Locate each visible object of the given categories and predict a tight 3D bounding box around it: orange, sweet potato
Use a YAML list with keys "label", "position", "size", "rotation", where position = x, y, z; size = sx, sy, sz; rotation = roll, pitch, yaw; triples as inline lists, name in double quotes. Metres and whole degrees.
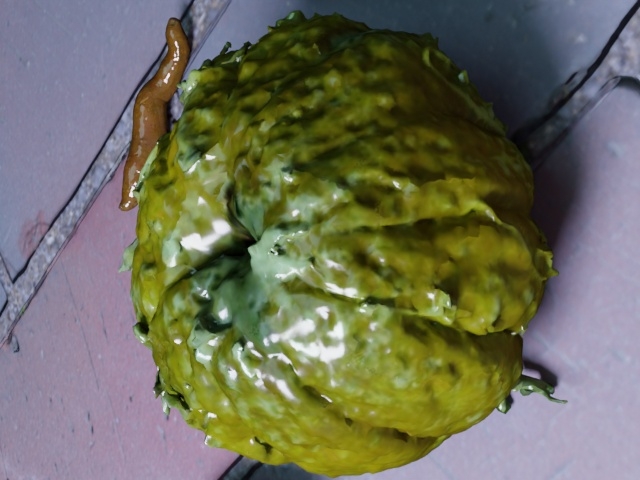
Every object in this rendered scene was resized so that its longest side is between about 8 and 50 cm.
- label: "orange"
  position: [0.000, 0.000, 0.675]
  size: [0.300, 0.223, 0.301]
  rotation: [1, 89, 39]
- label: "sweet potato"
  position: [-0.151, -0.112, 0.946]
  size: [0.044, 0.044, 0.179]
  rotation: [22, 97, 42]
